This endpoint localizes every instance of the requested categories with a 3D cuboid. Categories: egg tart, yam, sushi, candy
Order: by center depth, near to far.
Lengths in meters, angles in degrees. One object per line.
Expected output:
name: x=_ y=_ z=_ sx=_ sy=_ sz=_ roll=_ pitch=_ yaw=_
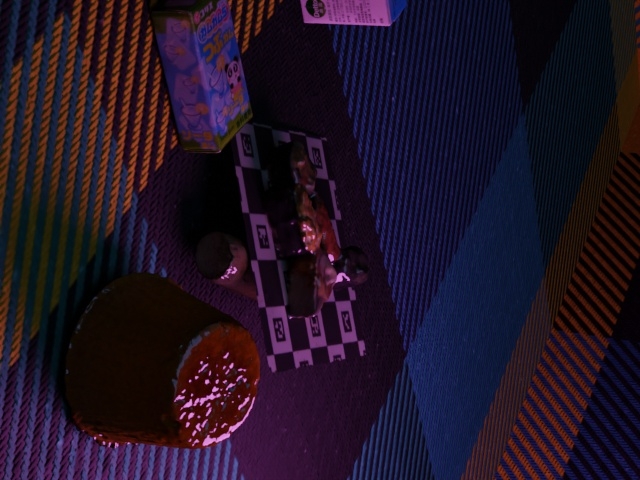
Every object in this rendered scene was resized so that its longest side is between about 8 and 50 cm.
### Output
egg tart: x=-0.181 y=0.149 z=1.544 sx=0.215 sy=0.170 sz=0.215 roll=-15 pitch=110 yaw=-46
candy: x=-0.145 y=-0.214 z=1.646 sx=0.097 sy=0.062 sz=0.195 roll=-52 pitch=140 yaw=-47
yam: x=-0.068 y=0.052 z=1.865 sx=0.371 sy=0.083 sz=0.083 roll=28 pitch=71 yaw=-63
sushi: x=0.000 y=0.000 z=1.876 sx=0.359 sy=0.064 sz=0.343 roll=3 pitch=76 yaw=-68

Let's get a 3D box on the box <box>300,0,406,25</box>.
box: x=0.036 y=-0.406 z=1.887 sx=0.073 sy=0.139 sz=0.194 roll=-56 pitch=144 yaw=-46
